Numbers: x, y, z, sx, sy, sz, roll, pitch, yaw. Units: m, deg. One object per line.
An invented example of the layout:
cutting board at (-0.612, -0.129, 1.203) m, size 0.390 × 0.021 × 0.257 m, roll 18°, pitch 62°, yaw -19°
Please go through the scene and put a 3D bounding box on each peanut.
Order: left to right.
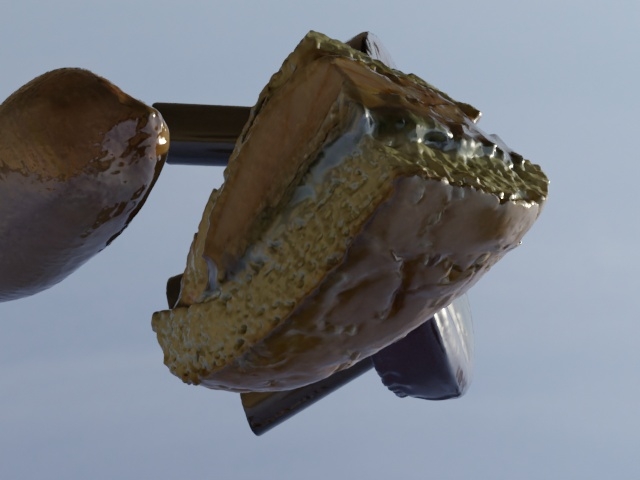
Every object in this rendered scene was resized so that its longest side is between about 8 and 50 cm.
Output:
peanut at (-0.125, -0.021, 0.664) m, size 0.152 × 0.076 × 0.076 m, roll -36°, pitch -175°, yaw 39°

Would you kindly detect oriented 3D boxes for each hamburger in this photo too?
hamburger at (0.013, 0.015, 0.807) m, size 0.155 × 0.207 × 0.135 m, roll 24°, pitch -161°, yaw -34°

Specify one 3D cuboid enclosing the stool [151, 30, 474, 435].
stool at (0.000, 0.000, 1.103) m, size 0.179 × 0.272 × 0.272 m, roll -16°, pitch -157°, yaw 11°
